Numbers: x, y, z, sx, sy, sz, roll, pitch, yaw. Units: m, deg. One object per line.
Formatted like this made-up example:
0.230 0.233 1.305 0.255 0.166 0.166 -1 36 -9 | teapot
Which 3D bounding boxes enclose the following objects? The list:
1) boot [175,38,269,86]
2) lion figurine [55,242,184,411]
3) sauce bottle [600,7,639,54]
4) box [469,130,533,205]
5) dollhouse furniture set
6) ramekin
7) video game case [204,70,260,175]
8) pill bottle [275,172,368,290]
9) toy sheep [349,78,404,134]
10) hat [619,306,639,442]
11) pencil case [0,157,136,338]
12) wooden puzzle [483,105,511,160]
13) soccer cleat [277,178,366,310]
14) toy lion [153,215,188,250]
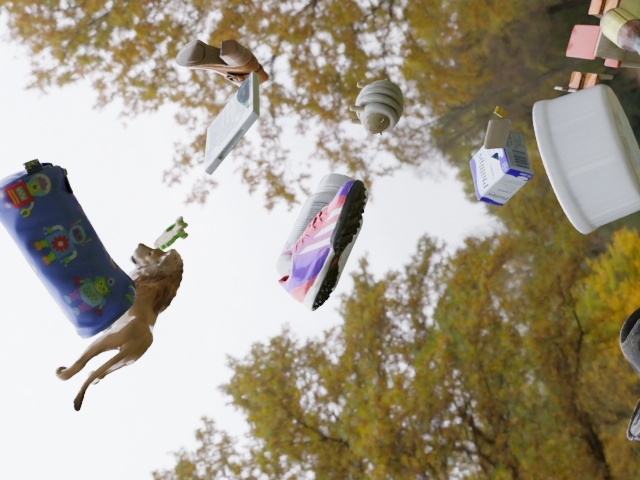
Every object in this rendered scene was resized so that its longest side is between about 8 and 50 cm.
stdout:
-0.234 -0.413 1.794 0.152 0.197 0.072 34 -115 -57 | boot
-0.404 0.175 1.596 0.142 0.240 0.392 55 -166 -34 | lion figurine
0.390 -0.258 0.941 0.042 0.042 0.128 55 -161 -27 | sauce bottle
0.432 -0.175 1.799 0.072 0.137 0.126 10 -125 -20 | box
0.679 -0.486 1.842 0.259 0.135 0.261 -123 42 -70 | dollhouse furniture set
0.526 -0.162 1.435 0.277 0.135 0.277 35 -136 -44 | ramekin
-0.184 -0.247 1.559 0.022 0.173 0.190 31 -152 -25 | video game case
0.012 -0.019 1.878 0.160 0.160 0.283 48 -125 -37 | pill bottle
0.100 -0.233 1.283 0.091 0.091 0.132 46 -132 -40 | toy sheep
0.527 0.136 1.090 0.134 0.331 0.331 44 -156 6 | hat
-0.421 0.010 1.242 0.306 0.133 0.119 63 162 -17 | pencil case
0.392 -0.238 1.667 0.079 0.014 0.116 1 -71 -43 | wooden puzzle
0.000 0.000 1.580 0.117 0.318 0.109 30 -150 17 | soccer cleat
-0.393 -0.013 1.956 0.034 0.096 0.100 58 -174 -27 | toy lion
